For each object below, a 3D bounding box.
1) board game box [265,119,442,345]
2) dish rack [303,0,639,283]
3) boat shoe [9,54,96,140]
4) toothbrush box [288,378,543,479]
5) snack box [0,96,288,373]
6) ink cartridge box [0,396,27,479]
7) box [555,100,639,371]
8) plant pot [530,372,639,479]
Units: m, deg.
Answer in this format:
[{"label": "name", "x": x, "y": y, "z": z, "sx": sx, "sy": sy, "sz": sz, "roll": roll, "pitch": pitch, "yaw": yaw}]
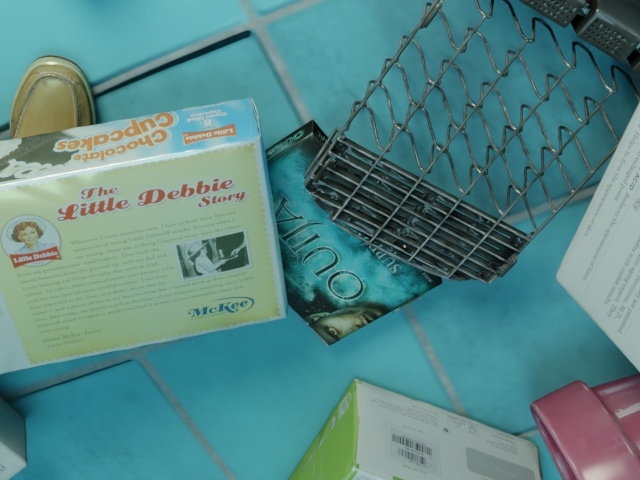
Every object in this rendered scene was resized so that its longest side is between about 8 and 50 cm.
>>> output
[{"label": "board game box", "x": 0.000, "y": 0.000, "z": 0.905, "sx": 0.126, "sy": 0.026, "sz": 0.186, "roll": -31, "pitch": 118, "yaw": 22}, {"label": "dish rack", "x": 0.123, "y": -0.093, "z": 0.808, "sx": 0.208, "sy": 0.074, "sz": 0.271, "roll": 27, "pitch": 123, "yaw": -15}, {"label": "boat shoe", "x": -0.221, "y": -0.052, "z": 0.848, "sx": 0.068, "sy": 0.072, "sz": 0.190, "roll": 11, "pitch": 125, "yaw": -5}, {"label": "toothbrush box", "x": 0.065, "y": 0.300, "z": 1.059, "sx": 0.206, "sy": 0.122, "sz": 0.283, "roll": 22, "pitch": 125, "yaw": -13}, {"label": "snack box", "x": -0.194, "y": 0.007, "z": 0.817, "sx": 0.322, "sy": 0.060, "sz": 0.187, "roll": -10, "pitch": 132, "yaw": -5}, {"label": "ink cartridge box", "x": -0.403, "y": 0.209, "z": 0.995, "sx": 0.208, "sy": 0.087, "sz": 0.153, "roll": -39, "pitch": 118, "yaw": 2}, {"label": "box", "x": 0.302, "y": -0.011, "z": 0.785, "sx": 0.181, "sy": 0.119, "sz": 0.182, "roll": -6, "pitch": 131, "yaw": -30}, {"label": "plant pot", "x": 0.311, "y": 0.194, "z": 0.942, "sx": 0.180, "sy": 0.201, "sz": 0.201, "roll": -28, "pitch": 121, "yaw": 1}]
